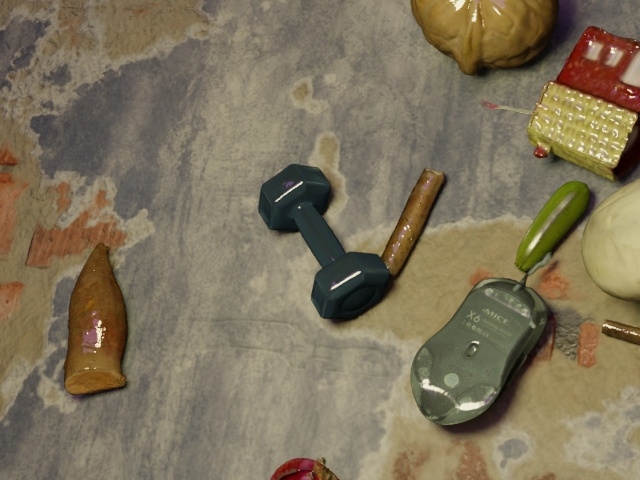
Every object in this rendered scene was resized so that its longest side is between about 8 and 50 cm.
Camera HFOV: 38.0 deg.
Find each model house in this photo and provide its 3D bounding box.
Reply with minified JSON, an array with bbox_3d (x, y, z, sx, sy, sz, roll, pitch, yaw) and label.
[{"bbox_3d":[0.518,-0.233,1.725,0.196,0.160,0.254,32,83,30],"label":"model house"}]

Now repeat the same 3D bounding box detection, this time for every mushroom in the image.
[{"bbox_3d":[0.572,0.015,1.496,0.315,0.315,0.356,5,54,23],"label":"mushroom"}]

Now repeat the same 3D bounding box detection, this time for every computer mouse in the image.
[{"bbox_3d":[0.307,0.173,1.658,0.167,0.090,0.379,34,76,29],"label":"computer mouse"}]

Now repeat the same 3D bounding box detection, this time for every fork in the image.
[{"bbox_3d":[0.376,-0.267,1.879,0.115,0.012,0.016,15,76,21],"label":"fork"}]

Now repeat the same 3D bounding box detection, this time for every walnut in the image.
[{"bbox_3d":[0.325,-0.469,1.842,0.296,0.285,0.285,20,75,16],"label":"walnut"}]

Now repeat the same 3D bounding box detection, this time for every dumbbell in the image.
[{"bbox_3d":[0.000,-0.001,1.819,0.156,0.143,0.316,-34,60,3],"label":"dumbbell"}]

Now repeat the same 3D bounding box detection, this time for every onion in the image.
[{"bbox_3d":[-0.014,0.439,1.655,0.150,0.140,0.150,5,111,14],"label":"onion"}]

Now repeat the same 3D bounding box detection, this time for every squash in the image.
[{"bbox_3d":[0.426,-0.026,1.719,0.066,0.066,0.201,36,90,30],"label":"squash"}]

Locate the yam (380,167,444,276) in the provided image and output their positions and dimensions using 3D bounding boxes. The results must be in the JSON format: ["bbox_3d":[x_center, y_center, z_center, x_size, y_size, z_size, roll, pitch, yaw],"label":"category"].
[{"bbox_3d":[0.177,-0.039,1.822,0.057,0.057,0.241,21,76,28],"label":"yam"}]

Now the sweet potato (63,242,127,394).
[{"bbox_3d":[-0.464,0.149,1.940,0.131,0.131,0.337,-10,65,16],"label":"sweet potato"}]

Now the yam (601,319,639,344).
[{"bbox_3d":[0.557,0.168,1.595,0.145,0.032,0.032,17,74,26],"label":"yam"}]
